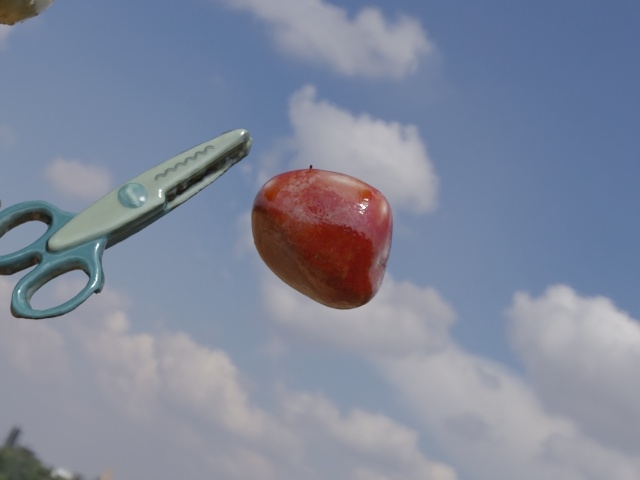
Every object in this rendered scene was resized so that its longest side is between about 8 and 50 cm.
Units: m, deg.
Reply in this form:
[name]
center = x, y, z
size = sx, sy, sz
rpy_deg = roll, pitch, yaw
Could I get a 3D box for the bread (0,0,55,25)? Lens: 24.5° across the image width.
[bread]
center = -0.440, -0.408, 1.826
size = 0.159, 0.305, 0.305
rpy_deg = -21, -33, 19

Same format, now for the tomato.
[tomato]
center = -0.007, 0.004, 1.738
size = 0.174, 0.166, 0.082
rpy_deg = 15, 23, 7

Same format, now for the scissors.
[scissors]
center = -0.187, -0.029, 1.409
size = 0.138, 0.289, 0.041
rpy_deg = 48, -20, 32
